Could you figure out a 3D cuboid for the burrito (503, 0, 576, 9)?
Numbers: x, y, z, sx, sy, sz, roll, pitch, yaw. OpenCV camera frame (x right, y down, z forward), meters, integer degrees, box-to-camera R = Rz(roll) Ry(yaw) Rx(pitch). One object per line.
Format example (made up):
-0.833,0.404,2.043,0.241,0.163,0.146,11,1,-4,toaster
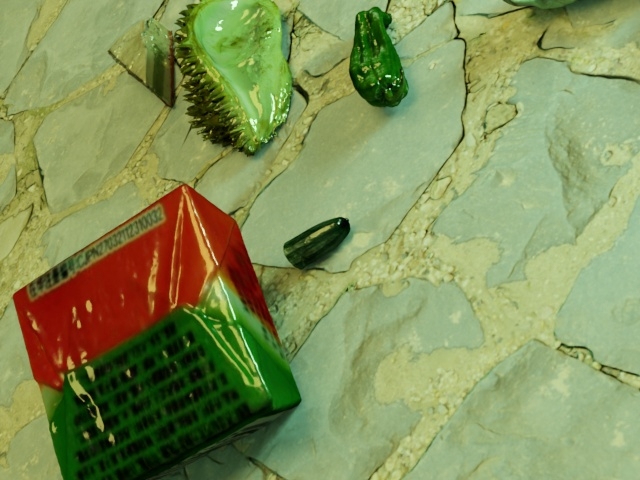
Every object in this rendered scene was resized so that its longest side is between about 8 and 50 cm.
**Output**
0.365,-0.390,1.652,0.229,0.089,0.144,-15,38,35,burrito

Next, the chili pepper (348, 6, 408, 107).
0.088,-0.284,1.843,0.100,0.074,0.257,-33,42,22,chili pepper

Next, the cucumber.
0.000,0.000,1.739,0.105,0.048,0.048,-30,44,22,cucumber

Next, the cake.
-0.347,-0.325,2.276,0.116,0.086,0.220,-28,45,25,cake

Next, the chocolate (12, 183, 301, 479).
-0.226,0.153,1.673,0.360,0.161,0.341,-30,68,23,chocolate

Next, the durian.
-0.150,-0.288,2.082,0.198,0.163,0.394,-8,50,-9,durian
